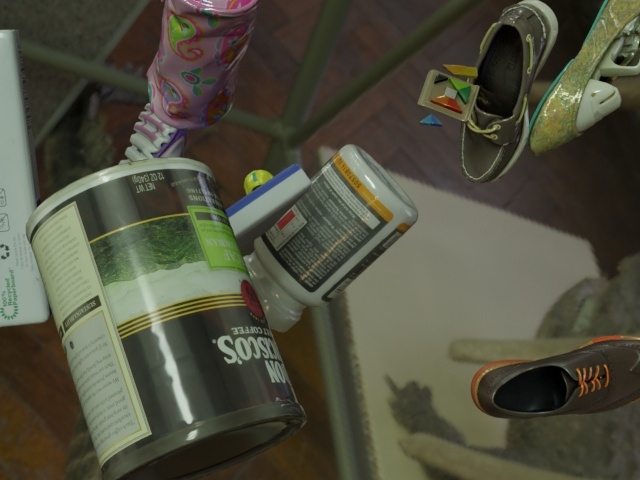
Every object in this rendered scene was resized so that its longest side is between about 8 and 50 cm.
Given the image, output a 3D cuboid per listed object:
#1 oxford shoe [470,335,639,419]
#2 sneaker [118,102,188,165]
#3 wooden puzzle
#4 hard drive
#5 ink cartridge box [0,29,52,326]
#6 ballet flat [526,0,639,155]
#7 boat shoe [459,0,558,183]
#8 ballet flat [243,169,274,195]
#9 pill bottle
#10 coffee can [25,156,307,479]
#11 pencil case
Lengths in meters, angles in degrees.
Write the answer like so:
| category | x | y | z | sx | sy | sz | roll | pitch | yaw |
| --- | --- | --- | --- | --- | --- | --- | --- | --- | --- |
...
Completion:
| category | x | y | z | sx | sy | sz | roll | pitch | yaw |
| --- | --- | --- | --- | --- | --- | --- | --- | --- | --- |
| oxford shoe | 0.332 | 0.182 | 1.445 | 0.098 | 0.271 | 0.097 | 174 | -96 | -87 |
| sneaker | -0.244 | -0.124 | 1.769 | 0.104 | 0.236 | 0.095 | 21 | 15 | -38 |
| wooden puzzle | 0.173 | -0.197 | 1.532 | 0.079 | 0.014 | 0.116 | 13 | 57 | 0 |
| hard drive | -0.171 | 0.027 | 1.492 | 0.319 | 0.210 | 0.040 | -36 | 88 | -26 |
| ink cartridge box | -0.476 | -0.056 | 1.245 | 0.330 | 0.324 | 0.071 | -5 | 10 | -6 |
| ballet flat | 0.471 | -0.278 | 1.915 | 0.123 | 0.123 | 0.348 | 38 | 73 | -13 |
| boat shoe | 0.278 | -0.221 | 1.805 | 0.117 | 0.324 | 0.097 | 33 | 40 | 22 |
| ballet flat | -0.075 | -0.017 | 2.043 | 0.077 | 0.077 | 0.231 | -113 | 179 | -71 |
| pill bottle | 0.000 | 0.000 | 1.731 | 0.162 | 0.278 | 0.162 | 45 | 11 | -11 |
| coffee can | -0.155 | 0.086 | 1.124 | 0.201 | 0.201 | 0.275 | -4 | 65 | -45 |
| pencil case | -0.144 | -0.248 | 1.382 | 0.124 | 0.284 | 0.124 | 5 | 65 | -10 |
